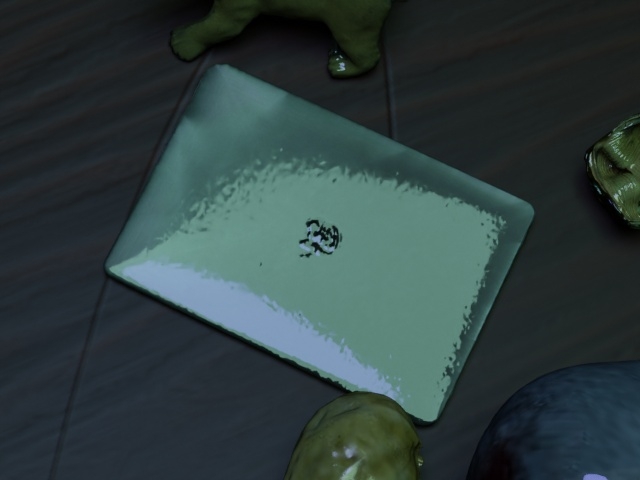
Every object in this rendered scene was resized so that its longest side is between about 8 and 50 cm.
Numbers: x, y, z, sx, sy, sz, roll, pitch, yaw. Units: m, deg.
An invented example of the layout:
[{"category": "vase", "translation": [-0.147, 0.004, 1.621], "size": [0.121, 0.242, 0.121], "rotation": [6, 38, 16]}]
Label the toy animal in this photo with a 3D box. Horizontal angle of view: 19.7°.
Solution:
[{"category": "toy animal", "translation": [-0.032, -0.189, 1.357], "size": [0.218, 0.101, 0.103], "rotation": [7, 74, -1]}]

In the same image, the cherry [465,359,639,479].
[{"category": "cherry", "translation": [0.211, 0.201, 1.186], "size": [0.296, 0.218, 0.255], "rotation": [-11, 69, -20]}]

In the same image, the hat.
[{"category": "hat", "translation": [0.242, -0.048, 1.348], "size": [0.076, 0.059, 0.077], "rotation": [-40, 64, 21]}]

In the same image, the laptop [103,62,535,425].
[{"category": "laptop", "translation": [0.000, 0.000, 1.342], "size": [0.269, 0.015, 0.188], "rotation": [25, 73, 5]}]

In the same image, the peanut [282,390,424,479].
[{"category": "peanut", "translation": [0.002, 0.209, 1.234], "size": [0.103, 0.098, 0.229], "rotation": [15, 72, 36]}]
